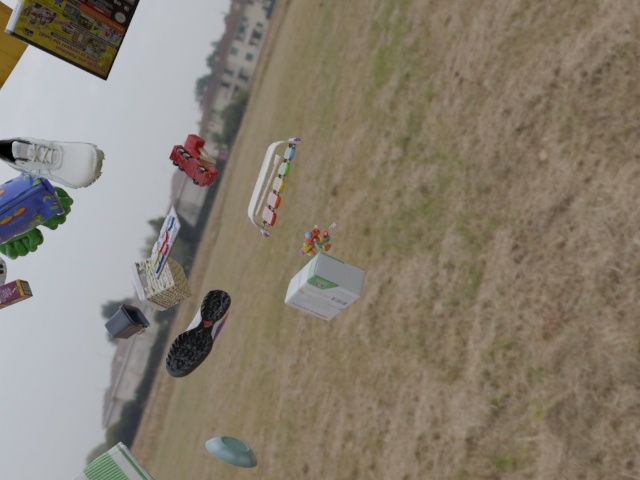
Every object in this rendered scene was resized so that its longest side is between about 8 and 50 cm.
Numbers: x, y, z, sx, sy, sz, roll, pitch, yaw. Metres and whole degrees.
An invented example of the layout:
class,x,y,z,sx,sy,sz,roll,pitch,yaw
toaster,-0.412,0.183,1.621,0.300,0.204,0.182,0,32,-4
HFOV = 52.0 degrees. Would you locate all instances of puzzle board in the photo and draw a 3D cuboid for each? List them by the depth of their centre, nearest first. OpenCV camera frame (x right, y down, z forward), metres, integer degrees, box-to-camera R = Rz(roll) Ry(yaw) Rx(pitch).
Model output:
class,x,y,z,sx,sy,sz,roll,pitch,yaw
puzzle board,-0.322,0.003,1.352,0.128,0.011,0.096,-62,31,18

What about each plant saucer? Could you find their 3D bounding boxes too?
class,x,y,z,sx,sy,sz,roll,pitch,yaw
plant saucer,-0.302,0.722,2.275,0.195,0.195,0.037,-154,86,-79

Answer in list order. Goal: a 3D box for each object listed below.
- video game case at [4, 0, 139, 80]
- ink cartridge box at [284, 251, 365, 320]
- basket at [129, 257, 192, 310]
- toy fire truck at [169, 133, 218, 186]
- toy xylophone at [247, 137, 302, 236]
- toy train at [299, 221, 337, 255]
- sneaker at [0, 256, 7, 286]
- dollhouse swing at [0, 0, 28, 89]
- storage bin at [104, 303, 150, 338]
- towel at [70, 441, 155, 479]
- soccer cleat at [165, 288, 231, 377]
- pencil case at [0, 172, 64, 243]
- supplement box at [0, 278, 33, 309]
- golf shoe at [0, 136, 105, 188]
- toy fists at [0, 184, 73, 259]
class,x,y,z,sx,sy,sz,roll,pitch,yaw
video game case,-0.588,-0.556,1.588,0.035,0.275,0.248,26,94,34
ink cartridge box,0.010,0.138,1.903,0.212,0.154,0.093,-47,23,51
basket,-0.434,0.113,1.799,0.167,0.103,0.113,69,178,-73
toy fire truck,-0.328,-0.215,1.759,0.135,0.192,0.047,-14,-41,-55
toy xylophone,-0.143,-0.164,1.982,0.236,0.081,0.323,-120,49,-71
toy train,0.000,0.000,2.024,0.166,0.046,0.125,-18,-30,-55
sneaker,-0.882,0.085,1.716,0.292,0.110,0.118,54,140,45
dollhouse swing,-1.102,-0.544,1.951,0.305,0.315,0.347,-15,50,52
storage bin,-0.626,0.274,2.120,0.091,0.098,0.135,-40,-14,1
towel,-0.590,0.735,1.748,0.325,0.248,0.038,-40,-8,-22
soccer cleat,-0.349,0.285,1.901,0.318,0.108,0.116,-65,-8,-45
pencil case,-0.661,-0.029,1.295,0.306,0.119,0.133,-39,18,-27
supplement box,-0.734,0.127,1.547,0.055,0.083,0.043,98,150,-82
golf shoe,-0.387,-0.113,0.921,0.086,0.176,0.069,10,-93,-64
toy fists,-0.921,-0.059,2.107,0.279,0.142,0.096,-48,31,-11
